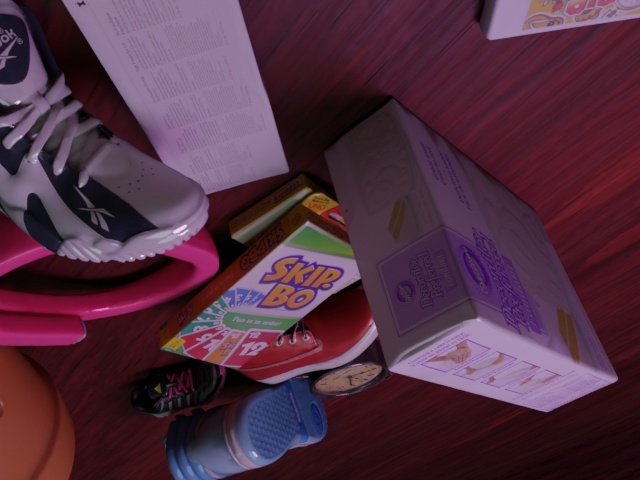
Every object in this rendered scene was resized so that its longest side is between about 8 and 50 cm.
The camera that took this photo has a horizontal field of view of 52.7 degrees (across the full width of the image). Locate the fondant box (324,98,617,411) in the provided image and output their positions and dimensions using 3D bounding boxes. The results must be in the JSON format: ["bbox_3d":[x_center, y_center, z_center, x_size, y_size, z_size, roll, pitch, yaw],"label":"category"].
[{"bbox_3d":[0.164,0.032,0.671,0.096,0.238,0.330,-35,143,28],"label":"fondant box"}]

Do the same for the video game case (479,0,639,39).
[{"bbox_3d":[0.246,-0.251,0.475,0.226,0.026,0.206,-11,147,-7],"label":"video game case"}]

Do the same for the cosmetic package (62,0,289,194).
[{"bbox_3d":[-0.093,-0.122,0.478,0.098,0.061,0.239,-17,154,-2],"label":"cosmetic package"}]

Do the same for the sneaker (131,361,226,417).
[{"bbox_3d":[-0.216,0.219,0.958,0.170,0.063,0.074,-28,152,27],"label":"sneaker"}]

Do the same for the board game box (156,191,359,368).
[{"bbox_3d":[-0.055,0.055,0.732,0.259,0.039,0.124,-42,138,19],"label":"board game box"}]

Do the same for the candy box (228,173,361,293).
[{"bbox_3d":[0.000,0.000,0.750,0.105,0.027,0.206,-29,144,22],"label":"candy box"}]

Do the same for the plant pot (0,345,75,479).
[{"bbox_3d":[-0.416,0.176,0.644,0.290,0.291,0.204,-7,130,-12],"label":"plant pot"}]

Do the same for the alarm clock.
[{"bbox_3d":[0.052,0.207,1.050,0.129,0.064,0.192,-34,140,27],"label":"alarm clock"}]

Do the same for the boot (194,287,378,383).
[{"bbox_3d":[-0.050,0.117,0.857,0.244,0.088,0.176,-29,144,26],"label":"boot"}]

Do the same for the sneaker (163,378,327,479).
[{"bbox_3d":[-0.126,0.300,1.033,0.208,0.127,0.319,-23,165,18],"label":"sneaker"}]

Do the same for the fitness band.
[{"bbox_3d":[-0.219,0.035,0.615,0.209,0.054,0.291,-28,164,13],"label":"fitness band"}]

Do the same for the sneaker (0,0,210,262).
[{"bbox_3d":[-0.189,-0.082,0.433,0.234,0.094,0.153,23,141,20],"label":"sneaker"}]
